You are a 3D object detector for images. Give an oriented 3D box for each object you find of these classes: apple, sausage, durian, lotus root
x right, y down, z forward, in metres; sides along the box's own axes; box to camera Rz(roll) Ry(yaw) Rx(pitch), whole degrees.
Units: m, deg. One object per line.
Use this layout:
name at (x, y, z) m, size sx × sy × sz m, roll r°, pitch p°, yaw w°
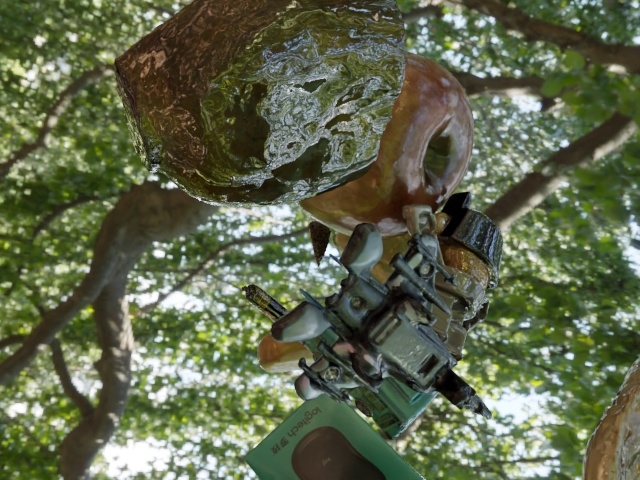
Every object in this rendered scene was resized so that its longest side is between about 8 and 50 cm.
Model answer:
apple at (0.090, -0.175, 1.164) m, size 0.305 × 0.339 × 0.338 m, roll 23°, pitch -79°, yaw 38°
sausage at (-0.040, 0.113, 0.881) m, size 0.025 × 0.198 × 0.028 m, roll -38°, pitch -143°, yaw 10°
durian at (-0.010, 0.000, 1.550) m, size 0.066 × 0.052 × 0.130 m, roll -49°, pitch -143°, yaw 43°
lotus root at (-0.067, -0.134, 0.674) m, size 0.149 × 0.261 × 0.267 m, roll 61°, pitch -32°, yaw 28°

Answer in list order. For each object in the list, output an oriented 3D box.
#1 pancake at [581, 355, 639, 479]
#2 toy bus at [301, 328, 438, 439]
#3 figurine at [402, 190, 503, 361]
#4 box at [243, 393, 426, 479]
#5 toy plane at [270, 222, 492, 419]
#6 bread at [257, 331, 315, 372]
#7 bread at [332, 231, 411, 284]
pancake at (0.426, 0.328, 0.869) m, size 0.082 × 0.387 × 0.386 m, roll 2°, pitch -102°, yaw 37°
toy bus at (0.064, 0.147, 0.770) m, size 0.079 × 0.160 × 0.091 m, roll -38°, pitch 170°, yaw -27°
figurine at (0.216, 0.059, 1.087) m, size 0.143 × 0.309 × 0.308 m, roll 17°, pitch -85°, yaw 28°
box at (0.045, 0.417, 1.095) m, size 0.205 × 0.118 × 0.311 m, roll -41°, pitch -126°, yaw -13°
toy plane at (0.078, 0.097, 0.552) m, size 0.169 × 0.246 × 0.078 m, roll -49°, pitch -159°, yaw -1°
bread at (-0.033, 0.239, 1.476) m, size 0.147 × 0.218 × 0.098 m, roll 142°, pitch -56°, yaw -59°
bread at (0.185, 0.041, 1.458) m, size 0.237 × 0.320 × 0.320 m, roll -46°, pitch -160°, yaw -12°
